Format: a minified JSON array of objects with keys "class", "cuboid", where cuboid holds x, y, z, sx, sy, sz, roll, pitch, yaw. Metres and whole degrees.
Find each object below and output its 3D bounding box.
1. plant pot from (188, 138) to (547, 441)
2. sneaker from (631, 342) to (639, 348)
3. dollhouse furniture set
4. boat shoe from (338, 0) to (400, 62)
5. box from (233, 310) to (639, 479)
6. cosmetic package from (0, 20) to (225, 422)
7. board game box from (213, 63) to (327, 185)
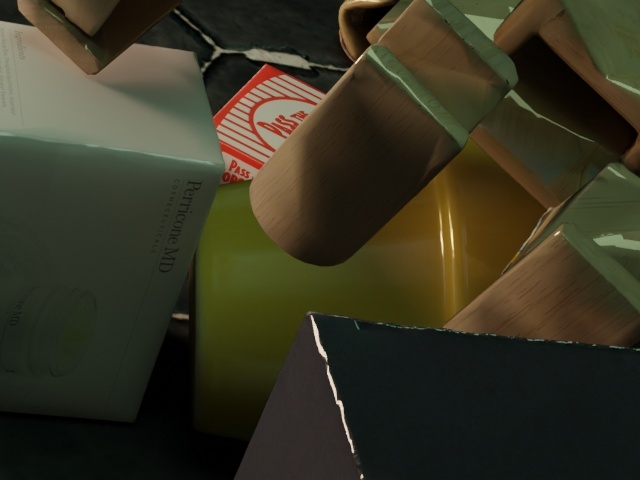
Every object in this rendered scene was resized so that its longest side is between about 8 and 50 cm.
[{"class":"plant pot","cuboid":[0.032,0.045,1.216,0.239,0.254,0.254,1,38,-6]},{"class":"sneaker","cuboid":[0.226,0.136,1.312,0.146,0.134,0.343,61,12,-23]},{"class":"dollhouse furniture set","cuboid":[0.055,-0.117,1.082,0.394,0.256,0.362,43,47,-2]},{"class":"boat shoe","cuboid":[0.078,-0.207,1.675,0.123,0.123,0.342,13,42,-15]},{"class":"box","cuboid":[0.100,0.228,0.902,0.313,0.343,0.179,7,38,-21]},{"class":"cosmetic package","cuboid":[-0.204,-0.013,1.160,0.225,0.224,0.138,6,37,-21]},{"class":"board game box","cuboid":[0.005,-0.060,1.496,0.193,0.045,0.147,27,35,7]}]
